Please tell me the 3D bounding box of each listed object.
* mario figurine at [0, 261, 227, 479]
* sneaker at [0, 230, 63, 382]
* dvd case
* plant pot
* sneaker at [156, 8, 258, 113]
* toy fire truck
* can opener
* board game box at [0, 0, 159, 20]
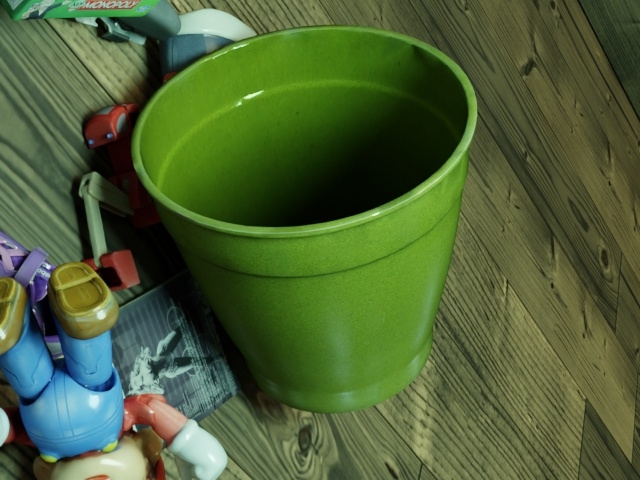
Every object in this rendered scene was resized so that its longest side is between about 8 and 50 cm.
[{"bbox_3d":[-0.209,0.184,1.081,0.170,0.198,0.321,-56,146,-40],"label":"mario figurine"},{"bbox_3d":[-0.301,0.026,1.117,0.236,0.104,0.095,58,37,-25],"label":"sneaker"},{"bbox_3d":[-0.177,0.138,1.353,0.221,0.018,0.165,-33,107,-58],"label":"dvd case"},{"bbox_3d":[0.000,0.000,1.376,0.366,0.366,0.353,-67,157,-44],"label":"plant pot"},{"bbox_3d":[-0.080,-0.179,1.543,0.350,0.131,0.148,11,76,-50],"label":"sneaker"},{"bbox_3d":[-0.225,-0.050,1.320,0.135,0.047,0.192,-31,105,-58],"label":"toy fire truck"},{"bbox_3d":[-0.272,-0.285,1.306,0.280,0.093,0.074,14,68,-50],"label":"can opener"},{"bbox_3d":[-0.309,-0.367,1.214,0.317,0.046,0.213,58,30,6],"label":"board game box"}]
